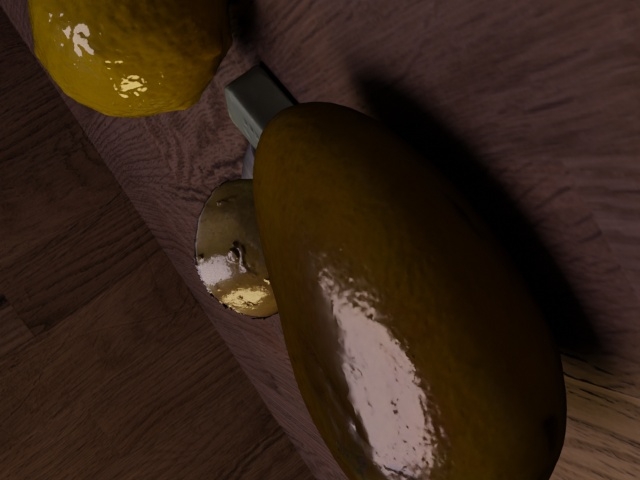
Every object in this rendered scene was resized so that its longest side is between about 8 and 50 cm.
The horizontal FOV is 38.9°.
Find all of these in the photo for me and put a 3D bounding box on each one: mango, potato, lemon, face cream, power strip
[{"bbox_3d":[0.072,0.067,0.878,0.445,0.220,0.301,64,157,4],"label":"mango"},{"bbox_3d":[-0.049,0.005,1.151,0.117,0.182,0.202,-9,155,45],"label":"potato"},{"bbox_3d":[-0.217,-0.258,1.039,0.233,0.233,0.288,52,162,10],"label":"lemon"},{"bbox_3d":[-0.074,-0.097,1.279,0.084,0.057,0.198,54,167,5],"label":"face cream"},{"bbox_3d":[0.016,-0.049,1.090,0.385,0.062,0.091,51,168,16],"label":"power strip"}]
